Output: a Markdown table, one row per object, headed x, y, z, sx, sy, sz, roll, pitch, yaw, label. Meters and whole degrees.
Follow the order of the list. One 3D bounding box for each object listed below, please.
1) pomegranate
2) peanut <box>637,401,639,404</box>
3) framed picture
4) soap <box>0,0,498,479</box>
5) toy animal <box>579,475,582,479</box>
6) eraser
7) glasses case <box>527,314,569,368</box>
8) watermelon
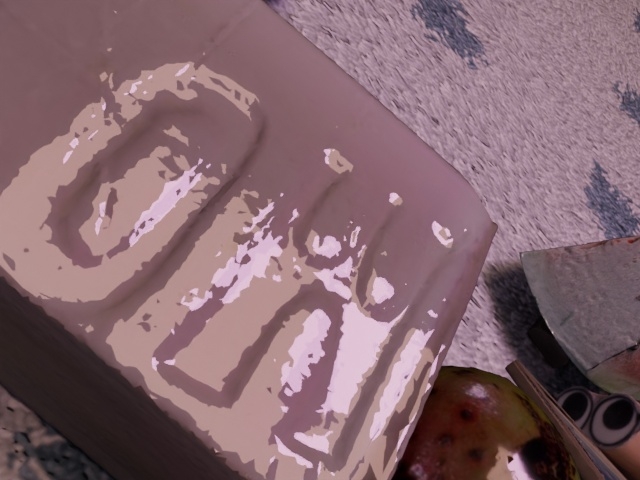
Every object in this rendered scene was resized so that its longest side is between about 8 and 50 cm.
| x | y | z | sx | sy | sz | roll | pitch | yaw | label |
| --- | --- | --- | --- | --- | --- | --- | --- | --- | --- |
| 0.120 | 0.248 | 0.623 | 0.306 | 0.242 | 0.242 | 60 | 15 | -68 | pomegranate |
| 0.501 | 0.231 | 1.017 | 0.089 | 0.089 | 0.193 | -20 | 74 | -44 | peanut |
| 0.335 | 0.291 | 0.678 | 0.335 | 0.022 | 0.247 | 45 | 10 | -22 | framed picture |
| -0.108 | -0.011 | 0.528 | 0.435 | 0.213 | 0.350 | 41 | 59 | -6 | soap |
| 0.304 | 0.311 | 0.818 | 0.252 | 0.070 | 0.079 | 31 | 33 | -18 | toy animal |
| 0.460 | 0.306 | 0.888 | 0.290 | 0.171 | 0.087 | 36 | 74 | -17 | eraser |
| 0.386 | 0.122 | 1.017 | 0.072 | 0.042 | 0.190 | 51 | 44 | 8 | glasses case |
| 0.470 | 0.072 | 0.893 | 0.387 | 0.258 | 0.228 | 16 | 43 | -13 | watermelon |
